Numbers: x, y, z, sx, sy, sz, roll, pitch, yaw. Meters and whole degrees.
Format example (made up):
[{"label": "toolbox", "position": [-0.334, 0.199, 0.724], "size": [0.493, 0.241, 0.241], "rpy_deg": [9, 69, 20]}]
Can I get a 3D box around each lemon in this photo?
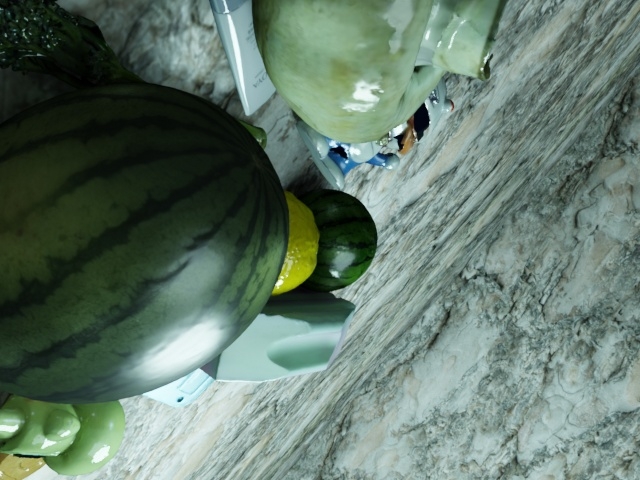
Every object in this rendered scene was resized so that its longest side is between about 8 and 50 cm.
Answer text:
[{"label": "lemon", "position": [-0.096, 0.000, 0.757], "size": [0.181, 0.180, 0.193], "rpy_deg": [-52, 142, 8]}]

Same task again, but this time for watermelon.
[{"label": "watermelon", "position": [0.000, 0.000, 0.911], "size": [0.214, 0.188, 0.188], "rpy_deg": [-5, 134, -31]}, {"label": "watermelon", "position": [-0.203, 0.010, 0.478], "size": [0.359, 0.279, 0.279], "rpy_deg": [-22, 159, 15]}]

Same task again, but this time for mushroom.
[{"label": "mushroom", "position": [0.077, -0.272, 0.543], "size": [0.352, 0.260, 0.352], "rpy_deg": [-58, 162, -32]}]

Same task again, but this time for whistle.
[{"label": "whistle", "position": [-0.401, 0.258, 0.741], "size": [0.141, 0.141, 0.294], "rpy_deg": [-43, 137, -10]}]

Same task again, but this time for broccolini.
[{"label": "broccolini", "position": [-0.166, -0.160, 0.543], "size": [0.079, 0.074, 0.392], "rpy_deg": [-49, 154, 19]}]

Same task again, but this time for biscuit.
[{"label": "biscuit", "position": [-0.513, 0.381, 0.816], "size": [0.184, 0.027, 0.134], "rpy_deg": [-28, 146, -37]}]

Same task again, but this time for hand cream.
[{"label": "hand cream", "position": [-0.092, -0.248, 0.570], "size": [0.079, 0.048, 0.255], "rpy_deg": [-50, 156, -17]}]

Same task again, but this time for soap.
[{"label": "soap", "position": [-0.073, 0.142, 0.841], "size": [0.323, 0.192, 0.109], "rpy_deg": [8, 100, -52]}]

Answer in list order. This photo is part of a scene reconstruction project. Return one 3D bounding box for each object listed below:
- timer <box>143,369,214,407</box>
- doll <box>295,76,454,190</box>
[{"label": "timer", "position": [-0.254, 0.165, 0.898], "size": [0.232, 0.091, 0.250], "rpy_deg": [-45, 143, -5]}, {"label": "doll", "position": [0.088, -0.200, 0.800], "size": [0.257, 0.161, 0.215], "rpy_deg": [-41, 139, -10]}]
